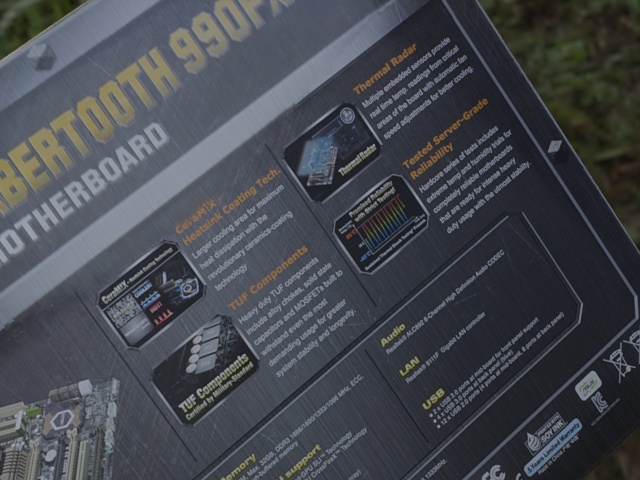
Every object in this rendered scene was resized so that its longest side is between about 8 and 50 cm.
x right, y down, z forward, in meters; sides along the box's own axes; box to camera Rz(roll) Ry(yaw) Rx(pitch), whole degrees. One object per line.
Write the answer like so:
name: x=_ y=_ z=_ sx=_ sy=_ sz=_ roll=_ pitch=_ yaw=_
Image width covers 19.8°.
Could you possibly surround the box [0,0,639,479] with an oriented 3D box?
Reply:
box: x=-0.031 y=0.029 z=0.474 sx=0.231 sy=0.183 sz=0.056 roll=-40 pitch=11 yaw=-25
